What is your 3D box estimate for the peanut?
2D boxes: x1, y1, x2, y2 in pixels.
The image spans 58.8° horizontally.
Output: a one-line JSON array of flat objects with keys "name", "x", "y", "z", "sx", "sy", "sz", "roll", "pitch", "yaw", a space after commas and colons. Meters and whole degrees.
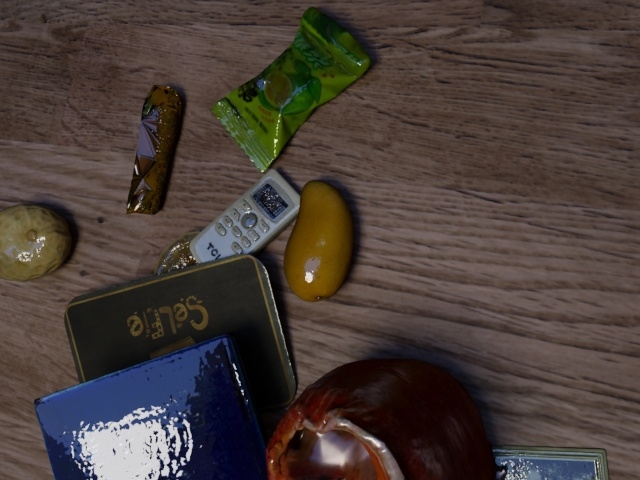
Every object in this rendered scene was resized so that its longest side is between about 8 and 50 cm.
[{"name": "peanut", "x": -0.513, "y": 0.003, "z": 0.992, "sx": 0.159, "sy": 0.109, "sz": 0.140, "roll": -5, "pitch": 79, "yaw": 20}]

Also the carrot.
[{"name": "carrot", "x": -0.285, "y": -0.151, "z": 0.972, "sx": 0.069, "sy": 0.069, "sz": 0.228, "roll": 6, "pitch": 83, "yaw": 20}]

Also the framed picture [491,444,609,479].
[{"name": "framed picture", "x": 0.267, "y": 0.333, "z": 0.715, "sx": 0.183, "sy": 0.011, "sz": 0.141, "roll": -4, "pitch": 78, "yaw": 18}]

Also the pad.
[{"name": "pad", "x": -0.246, "y": 0.142, "z": 0.864, "sx": 0.376, "sy": 0.063, "sz": 0.314, "roll": -16, "pitch": 88, "yaw": 16}]

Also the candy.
[{"name": "candy", "x": -0.050, "y": -0.241, "z": 0.902, "sx": 0.246, "sy": 0.069, "sz": 0.149, "roll": -42, "pitch": 75, "yaw": 2}]

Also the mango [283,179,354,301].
[{"name": "mango", "x": 0.000, "y": 0.000, "z": 0.833, "sx": 0.102, "sy": 0.085, "sz": 0.183, "roll": 0, "pitch": 70, "yaw": 21}]

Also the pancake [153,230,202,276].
[{"name": "pancake", "x": -0.204, "y": 0.054, "z": 0.921, "sx": 0.152, "sy": 0.025, "sz": 0.151, "roll": -3, "pitch": 79, "yaw": 18}]

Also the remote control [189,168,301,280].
[{"name": "remote control", "x": -0.115, "y": -0.022, "z": 0.889, "sx": 0.190, "sy": 0.029, "sz": 0.087, "roll": -41, "pitch": 74, "yaw": -1}]

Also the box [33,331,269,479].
[{"name": "box", "x": -0.201, "y": 0.296, "z": 0.764, "sx": 0.262, "sy": 0.116, "sz": 0.278, "roll": -19, "pitch": 82, "yaw": -6}]

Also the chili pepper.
[{"name": "chili pepper", "x": 0.063, "y": 0.268, "z": 0.639, "sx": 0.229, "sy": 0.305, "sz": 0.251, "roll": -11, "pitch": 84, "yaw": 26}]
